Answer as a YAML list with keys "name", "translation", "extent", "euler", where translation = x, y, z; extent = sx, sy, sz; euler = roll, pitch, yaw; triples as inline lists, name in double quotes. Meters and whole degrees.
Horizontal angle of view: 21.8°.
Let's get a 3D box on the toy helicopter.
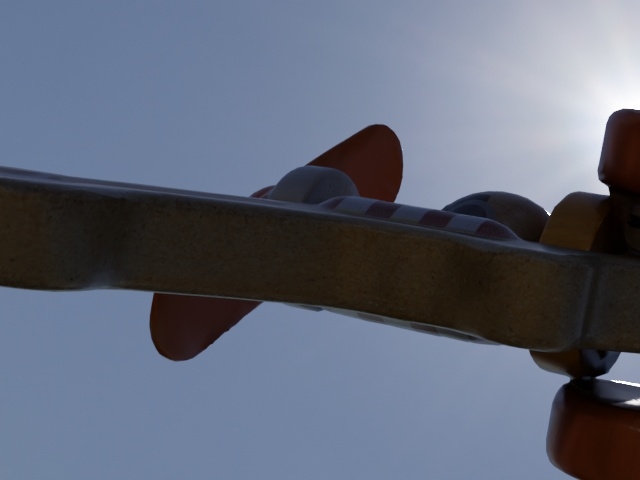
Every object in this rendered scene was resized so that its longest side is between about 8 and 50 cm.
- name: "toy helicopter"
  translation: [0.000, 0.000, 0.631]
  extent: [0.235, 0.355, 0.140]
  euler: [19, -80, 56]
